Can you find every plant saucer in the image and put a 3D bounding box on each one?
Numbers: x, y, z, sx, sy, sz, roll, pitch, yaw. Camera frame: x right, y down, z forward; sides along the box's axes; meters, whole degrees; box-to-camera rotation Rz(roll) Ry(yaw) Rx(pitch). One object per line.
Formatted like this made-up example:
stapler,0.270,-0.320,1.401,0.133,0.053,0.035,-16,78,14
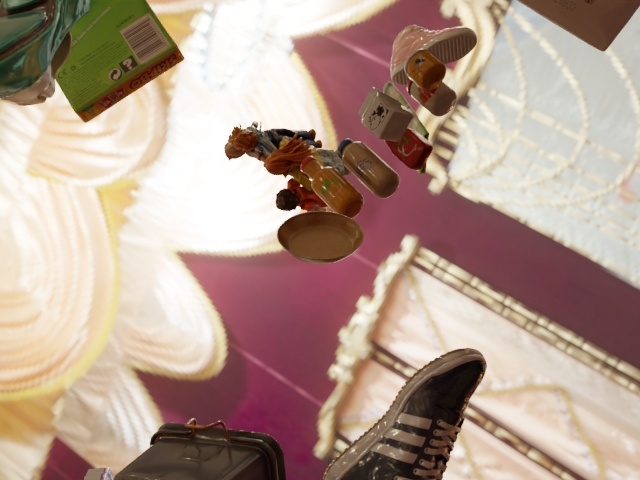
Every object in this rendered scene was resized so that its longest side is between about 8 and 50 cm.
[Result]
plant saucer,0.000,0.000,1.175,0.083,0.083,0.015,-34,-44,-40

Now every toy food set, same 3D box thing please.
toy food set,0.076,-0.147,1.546,0.111,0.104,0.232,2,-56,-46

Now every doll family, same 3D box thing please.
doll family,-0.059,-0.144,1.994,0.163,0.263,0.118,-4,-56,-38

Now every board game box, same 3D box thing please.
board game box,-0.257,-0.254,1.300,0.124,0.259,0.039,-33,-23,-2

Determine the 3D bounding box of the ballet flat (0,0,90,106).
ballet flat,-0.249,-0.167,1.056,0.247,0.083,0.087,-79,-26,-52

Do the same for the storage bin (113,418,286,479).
storage bin,-0.109,0.211,1.065,0.091,0.135,0.098,-26,-65,-61

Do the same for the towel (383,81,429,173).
towel,0.154,-0.206,2.260,0.023,0.152,0.113,-20,-38,-14

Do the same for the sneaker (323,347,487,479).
sneaker,0.135,0.277,1.563,0.099,0.153,0.282,25,-66,-44

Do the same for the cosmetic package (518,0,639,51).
cosmetic package,0.232,-0.407,1.490,0.217,0.385,0.156,22,-65,-33

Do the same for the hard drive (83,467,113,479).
hard drive,-0.284,0.432,1.552,0.319,0.040,0.210,-135,40,-83

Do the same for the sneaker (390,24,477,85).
sneaker,0.143,-0.259,1.595,0.051,0.134,0.070,25,-127,-37
